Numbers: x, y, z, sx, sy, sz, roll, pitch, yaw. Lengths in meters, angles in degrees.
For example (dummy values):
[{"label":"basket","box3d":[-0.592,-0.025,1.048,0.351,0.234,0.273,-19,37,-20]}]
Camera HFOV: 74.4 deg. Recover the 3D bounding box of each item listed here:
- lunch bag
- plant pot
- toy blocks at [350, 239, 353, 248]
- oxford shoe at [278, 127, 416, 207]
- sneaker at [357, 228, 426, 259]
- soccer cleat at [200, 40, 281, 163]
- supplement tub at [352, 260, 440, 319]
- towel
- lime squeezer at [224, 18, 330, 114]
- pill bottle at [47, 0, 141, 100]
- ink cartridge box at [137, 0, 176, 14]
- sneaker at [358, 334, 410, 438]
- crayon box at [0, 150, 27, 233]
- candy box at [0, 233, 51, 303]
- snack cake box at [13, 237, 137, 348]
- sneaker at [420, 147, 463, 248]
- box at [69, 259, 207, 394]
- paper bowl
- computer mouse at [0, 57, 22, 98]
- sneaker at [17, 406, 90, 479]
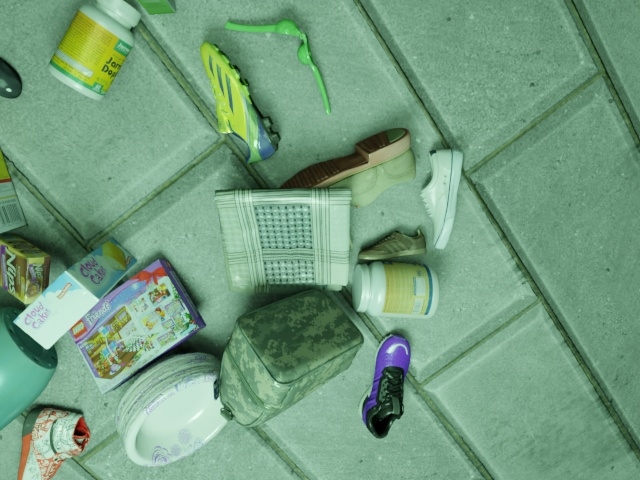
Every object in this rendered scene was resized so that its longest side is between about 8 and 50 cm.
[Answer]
[{"label":"lunch bag","box3d":[-0.085,0.292,1.014,0.304,0.212,0.256,-17,140,-44]},{"label":"plant pot","box3d":[-0.769,0.293,0.962,0.235,0.293,0.293,-34,105,-14]},{"label":"toy blocks","box3d":[0.000,0.000,1.072,0.147,0.054,0.123,-21,135,-1]},{"label":"oxford shoe","box3d":[0.053,-0.124,1.028,0.396,0.141,0.147,-24,120,6]},{"label":"sneaker","box3d":[0.187,0.012,1.119,0.188,0.066,0.071,-6,87,-10]},{"label":"soccer cleat","box3d":[-0.205,-0.312,0.974,0.121,0.093,0.289,-30,104,8]},{"label":"supplement tub","box3d":[0.191,0.128,1.095,0.199,0.144,0.145,4,103,-8]},{"label":"towel","box3d":[-0.084,0.018,1.010,0.311,0.056,0.325,-1,130,-2]},{"label":"lime squeezer","box3d":[-0.065,-0.435,0.979,0.310,0.059,0.110,37,96,-14]},{"label":"pill bottle","box3d":[-0.477,-0.421,0.903,0.117,0.117,0.209,33,97,-13]},{"label":"ink cartridge box","box3d":[-0.349,-0.541,0.841,0.062,0.209,0.109,-6,104,-5]},{"label":"sneaker","box3d":[0.195,0.412,1.162,0.102,0.146,0.294,13,102,-9]},{"label":"crayon box","box3d":[-0.764,-0.160,0.891,0.081,0.202,0.319,-11,103,-4]},{"label":"candy box","box3d":[-0.697,0.060,0.973,0.186,0.053,0.109,18,103,28]},{"label":"snack cake box","box3d":[-0.532,0.105,0.945,0.152,0.264,0.089,-41,106,3]},{"label":"sneaker","box3d":[0.303,-0.108,1.091,0.091,0.094,0.259,7,99,11]},{"label":"box","box3d":[-0.458,0.211,1.049,0.293,0.057,0.201,-34,81,3]},{"label":"paper bowl","box3d":[-0.363,0.405,1.059,0.284,0.148,0.285,-25,133,-30]},{"label":"computer mouse","box3d":[-0.766,-0.402,0.915,0.242,0.041,0.071,37,97,-13]},{"label":"sneaker","box3d":[-0.709,0.582,1.129,0.144,0.090,0.271,8,100,-6]}]
